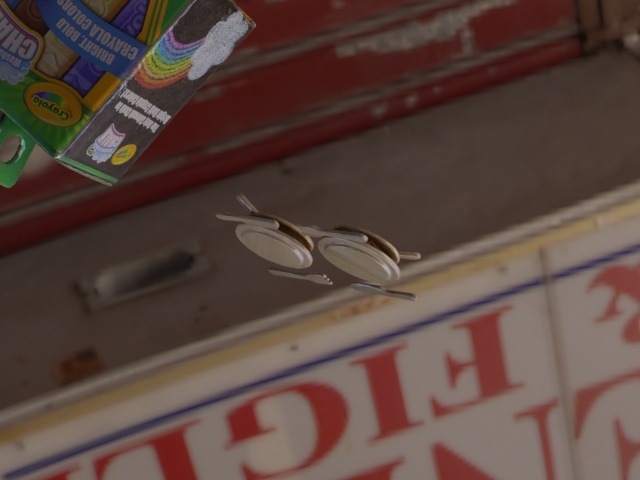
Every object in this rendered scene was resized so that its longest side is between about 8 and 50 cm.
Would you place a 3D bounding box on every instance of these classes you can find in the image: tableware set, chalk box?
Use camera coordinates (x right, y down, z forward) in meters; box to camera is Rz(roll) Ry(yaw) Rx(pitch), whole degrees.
[{"bbox_3d":[0.000,0.000,1.573,0.194,0.128,0.039,10,-115,36],"label":"tableware set"},{"bbox_3d":[-0.237,-0.178,1.521,0.179,0.180,0.289,43,-88,13],"label":"chalk box"}]
